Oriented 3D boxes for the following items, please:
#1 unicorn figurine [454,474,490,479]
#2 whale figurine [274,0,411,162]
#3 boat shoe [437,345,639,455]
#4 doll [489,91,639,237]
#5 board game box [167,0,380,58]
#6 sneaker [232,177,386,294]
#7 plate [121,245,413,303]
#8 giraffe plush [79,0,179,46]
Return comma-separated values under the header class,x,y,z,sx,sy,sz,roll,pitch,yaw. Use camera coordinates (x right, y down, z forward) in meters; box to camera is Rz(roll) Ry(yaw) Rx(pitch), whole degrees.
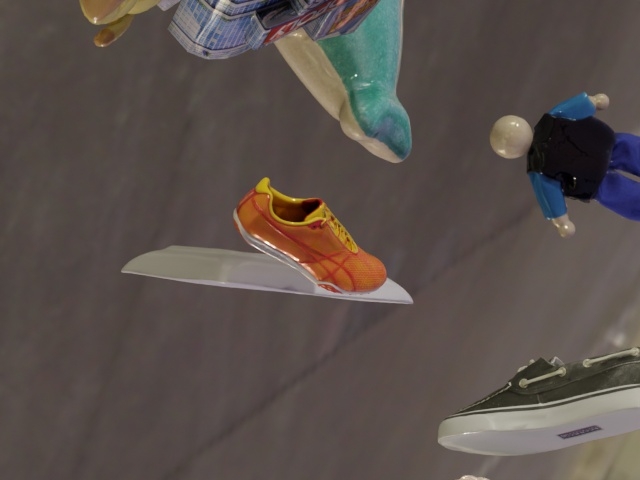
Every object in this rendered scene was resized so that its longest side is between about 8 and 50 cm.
class,x,y,z,sx,sy,sz,roll,pitch,yaw
unicorn figurine,0.152,0.212,1.287,0.060,0.161,0.111,-129,-156,-70
whale figurine,0.036,-0.213,1.818,0.141,0.272,0.216,-35,147,16
boat shoe,0.206,0.142,1.570,0.078,0.219,0.070,38,45,-53
doll,0.233,-0.063,1.539,0.046,0.189,0.129,-164,-87,-73
board game box,0.000,-0.183,1.172,0.194,0.060,0.194,-34,171,-28
sneaker,0.000,0.000,1.699,0.067,0.175,0.064,-47,-147,25
plate,-0.067,0.041,2.198,0.278,0.277,0.045,8,87,-32
giraffe plush,-0.186,-0.294,1.572,0.181,0.170,0.210,-39,179,-14
